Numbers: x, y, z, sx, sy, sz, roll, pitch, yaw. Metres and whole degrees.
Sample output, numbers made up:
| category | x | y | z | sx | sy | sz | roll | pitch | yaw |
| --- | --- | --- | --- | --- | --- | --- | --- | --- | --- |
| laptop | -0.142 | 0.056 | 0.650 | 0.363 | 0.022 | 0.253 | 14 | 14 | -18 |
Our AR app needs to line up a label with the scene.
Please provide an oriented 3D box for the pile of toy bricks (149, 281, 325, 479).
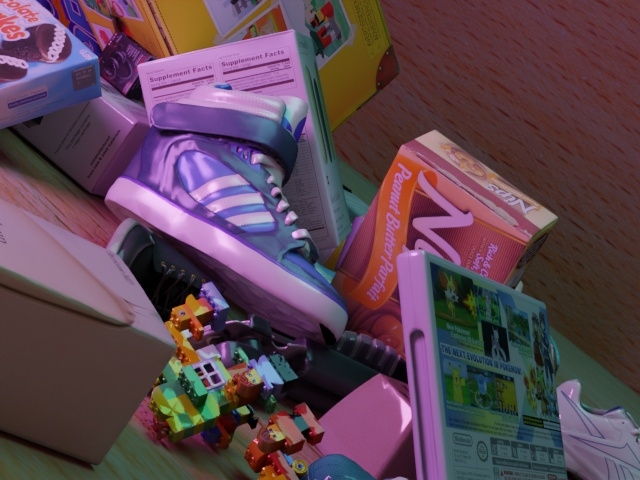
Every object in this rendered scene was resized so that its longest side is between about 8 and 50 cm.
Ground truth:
| category | x | y | z | sx | sy | sz | roll | pitch | yaw |
| --- | --- | --- | --- | --- | --- | --- | --- | --- | --- |
| pile of toy bricks | -0.095 | 0.132 | 1.088 | 0.105 | 0.118 | 0.212 | -19 | 55 | -30 |

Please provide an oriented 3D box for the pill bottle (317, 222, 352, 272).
| category | x | y | z | sx | sy | sz | roll | pitch | yaw |
| --- | --- | --- | --- | --- | --- | --- | --- | --- | --- |
| pill bottle | 0.000 | 0.000 | 2.129 | 0.184 | 0.103 | 0.103 | 34 | 8 | -8 |

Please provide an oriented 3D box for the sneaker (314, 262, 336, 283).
| category | x | y | z | sx | sy | sz | roll | pitch | yaw |
| --- | --- | --- | --- | --- | --- | --- | --- | --- | --- |
| sneaker | -0.019 | 0.059 | 1.855 | 0.190 | 0.071 | 0.083 | 32 | 14 | -17 |

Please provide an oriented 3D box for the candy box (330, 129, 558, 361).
| category | x | y | z | sx | sy | sz | roll | pitch | yaw |
| --- | --- | --- | --- | --- | --- | --- | --- | --- | --- |
| candy box | 0.120 | 0.053 | 1.557 | 0.183 | 0.316 | 0.087 | 37 | 32 | 16 |

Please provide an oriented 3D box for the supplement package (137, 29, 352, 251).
| category | x | y | z | sx | sy | sz | roll | pitch | yaw |
| --- | --- | --- | --- | --- | --- | --- | --- | --- | --- |
| supplement package | -0.087 | -0.110 | 1.656 | 0.199 | 0.198 | 0.263 | -44 | 122 | -82 |

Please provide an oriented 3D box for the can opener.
| category | x | y | z | sx | sy | sz | roll | pitch | yaw |
| --- | --- | --- | --- | --- | --- | --- | --- | --- | --- |
| can opener | -0.024 | 0.148 | 1.378 | 0.280 | 0.074 | 0.093 | 25 | 47 | -43 |

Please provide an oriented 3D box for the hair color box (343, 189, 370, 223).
| category | x | y | z | sx | sy | sz | roll | pitch | yaw |
| --- | --- | --- | --- | --- | --- | --- | --- | --- | --- |
| hair color box | 0.096 | 0.032 | 2.294 | 0.374 | 0.114 | 0.185 | 41 | 10 | 38 |

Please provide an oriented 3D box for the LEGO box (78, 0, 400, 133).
| category | x | y | z | sx | sy | sz | roll | pitch | yaw |
| --- | --- | --- | --- | --- | --- | --- | --- | --- | --- |
| LEGO box | -0.126 | -0.350 | 1.903 | 0.193 | 0.372 | 0.500 | 25 | -32 | 41 |

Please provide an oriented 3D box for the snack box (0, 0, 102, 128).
| category | x | y | z | sx | sy | sz | roll | pitch | yaw |
| --- | --- | --- | --- | --- | --- | --- | --- | --- | --- |
| snack box | -0.420 | -0.239 | 1.599 | 0.187 | 0.060 | 0.322 | -23 | 43 | -27 |

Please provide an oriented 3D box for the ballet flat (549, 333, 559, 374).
| category | x | y | z | sx | sy | sz | roll | pitch | yaw |
| --- | --- | --- | --- | --- | --- | --- | --- | --- | --- |
| ballet flat | 0.287 | 0.169 | 2.336 | 0.147 | 0.147 | 0.409 | 32 | 6 | -18 |

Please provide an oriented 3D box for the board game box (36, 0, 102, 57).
| category | x | y | z | sx | sy | sz | roll | pitch | yaw |
| --- | --- | --- | --- | --- | --- | --- | --- | --- | --- |
| board game box | -0.288 | -0.447 | 2.182 | 0.356 | 0.356 | 0.356 | 38 | -24 | 22 |

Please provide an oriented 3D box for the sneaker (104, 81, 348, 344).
| category | x | y | z | sx | sy | sz | roll | pitch | yaw |
| --- | --- | --- | --- | --- | --- | --- | --- | --- | --- |
| sneaker | -0.054 | -0.056 | 1.451 | 0.322 | 0.236 | 0.130 | 30 | -19 | 21 |

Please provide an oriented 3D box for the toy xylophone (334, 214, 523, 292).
| category | x | y | z | sx | sy | sz | roll | pitch | yaw |
| --- | --- | --- | --- | --- | --- | --- | --- | --- | --- |
| toy xylophone | 0.169 | 0.091 | 2.042 | 0.322 | 0.236 | 0.081 | 35 | -24 | -11 |

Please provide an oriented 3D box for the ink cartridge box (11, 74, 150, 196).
| category | x | y | z | sx | sy | sz | roll | pitch | yaw |
| --- | --- | --- | --- | --- | --- | --- | --- | --- | --- |
| ink cartridge box | -0.324 | -0.174 | 1.781 | 0.278 | 0.117 | 0.201 | 38 | 9 | 20 |

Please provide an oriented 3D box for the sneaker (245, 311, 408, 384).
| category | x | y | z | sx | sy | sz | roll | pitch | yaw |
| --- | --- | --- | --- | --- | --- | --- | --- | --- | --- |
| sneaker | 0.009 | 0.122 | 1.549 | 0.228 | 0.086 | 0.132 | 31 | 7 | -20 |

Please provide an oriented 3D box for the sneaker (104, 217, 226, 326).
| category | x | y | z | sx | sy | sz | roll | pitch | yaw |
| --- | --- | --- | --- | --- | --- | --- | --- | --- | --- |
| sneaker | -0.159 | 0.041 | 1.328 | 0.118 | 0.083 | 0.222 | 33 | 7 | 2 |

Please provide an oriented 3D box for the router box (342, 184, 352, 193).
| category | x | y | z | sx | sy | sz | roll | pitch | yaw |
| --- | --- | --- | --- | --- | --- | --- | --- | --- | --- |
| router box | -0.077 | -0.139 | 2.689 | 0.308 | 0.081 | 0.243 | 34 | 8 | -6 |

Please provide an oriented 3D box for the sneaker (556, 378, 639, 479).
| category | x | y | z | sx | sy | sz | roll | pitch | yaw |
| --- | --- | --- | --- | --- | --- | --- | --- | --- | --- |
| sneaker | 0.441 | 0.324 | 1.950 | 0.297 | 0.129 | 0.111 | 38 | 7 | 10 |

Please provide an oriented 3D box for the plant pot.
| category | x | y | z | sx | sy | sz | roll | pitch | yaw |
| --- | --- | --- | --- | --- | --- | --- | --- | --- | --- |
| plant pot | 0.072 | 0.197 | 1.319 | 0.109 | 0.096 | 0.109 | 27 | 11 | -45 |

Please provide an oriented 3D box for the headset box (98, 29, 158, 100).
| category | x | y | z | sx | sy | sz | roll | pitch | yaw |
| --- | --- | --- | --- | --- | --- | --- | --- | --- | --- |
| headset box | -0.252 | -0.229 | 1.744 | 0.083 | 0.062 | 0.032 | 41 | 11 | 30 |

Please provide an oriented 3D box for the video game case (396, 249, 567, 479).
| category | x | y | z | sx | sy | sz | roll | pitch | yaw |
| --- | --- | --- | --- | --- | --- | --- | --- | --- | --- |
| video game case | 0.174 | 0.184 | 1.341 | 0.329 | 0.036 | 0.300 | 21 | 60 | -57 |

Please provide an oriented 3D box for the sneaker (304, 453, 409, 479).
| category | x | y | z | sx | sy | sz | roll | pitch | yaw |
| --- | --- | --- | --- | --- | --- | --- | --- | --- | --- |
| sneaker | 0.121 | 0.257 | 1.084 | 0.302 | 0.121 | 0.108 | 37 | 8 | 18 |

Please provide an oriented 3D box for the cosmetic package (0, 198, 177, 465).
| category | x | y | z | sx | sy | sz | roll | pitch | yaw |
| --- | --- | --- | --- | --- | --- | --- | --- | --- | --- |
| cosmetic package | -0.268 | 0.025 | 0.898 | 0.309 | 0.113 | 0.160 | 28 | 11 | -36 |
